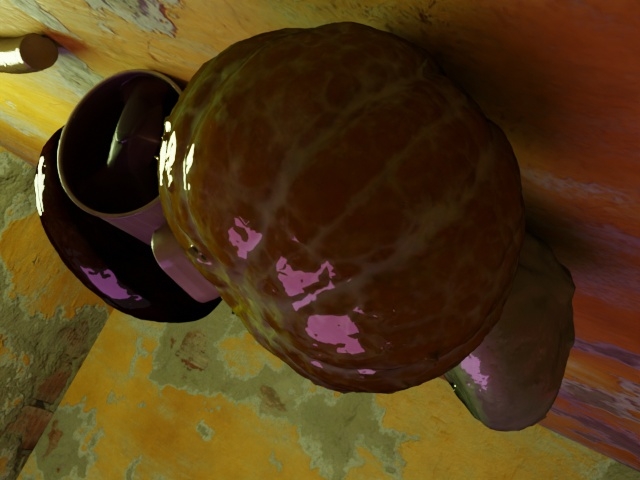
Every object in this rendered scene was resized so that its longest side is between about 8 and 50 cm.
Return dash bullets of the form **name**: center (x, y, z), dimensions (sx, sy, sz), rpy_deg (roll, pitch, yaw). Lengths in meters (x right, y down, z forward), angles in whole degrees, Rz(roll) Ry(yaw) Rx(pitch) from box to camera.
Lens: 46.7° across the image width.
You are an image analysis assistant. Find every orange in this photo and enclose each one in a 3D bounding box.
- **orange**: center (0.016, -0.028, 0.628), dimensions (0.329, 0.249, 0.329), rpy_deg (40, 154, 24)

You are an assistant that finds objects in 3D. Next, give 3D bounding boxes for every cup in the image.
- **cup**: center (-0.203, -0.075, 1.082), dimensions (0.288, 0.208, 0.273), rpy_deg (40, 178, 27)

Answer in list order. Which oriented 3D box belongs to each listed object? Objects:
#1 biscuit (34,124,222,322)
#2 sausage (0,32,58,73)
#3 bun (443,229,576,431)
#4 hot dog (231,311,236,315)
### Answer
- **biscuit**: center (-0.314, -0.037, 1.286), dimensions (0.407, 0.091, 0.407), rpy_deg (42, -153, -27)
- **sausage**: center (-0.515, -0.307, 1.223), dimensions (0.065, 0.066, 0.301), rpy_deg (36, 169, -39)
- **bun**: center (0.194, 0.061, 0.866), dimensions (0.293, 0.187, 0.293), rpy_deg (56, 177, 5)
- **hot dog**: center (-0.138, 0.079, 1.778), dimensions (0.107, 0.194, 0.326), rpy_deg (-81, -30, -68)
